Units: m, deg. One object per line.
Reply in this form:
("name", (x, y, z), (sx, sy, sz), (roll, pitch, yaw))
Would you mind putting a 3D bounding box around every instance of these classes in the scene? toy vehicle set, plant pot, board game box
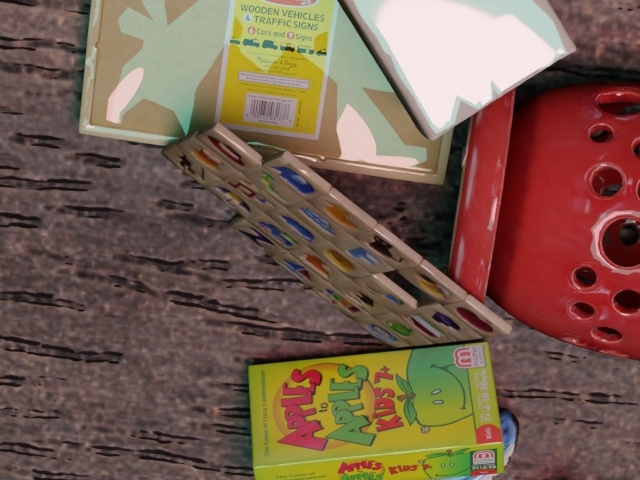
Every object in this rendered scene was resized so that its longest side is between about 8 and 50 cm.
("toy vehicle set", (-0.030, -0.139, 1.377), (0.267, 0.035, 0.166), (8, 110, -4))
("plant pot", (0.180, -0.018, 1.348), (0.174, 0.191, 0.191), (8, 110, 5))
("board game box", (0.040, 0.132, 1.443), (0.181, 0.092, 0.043), (-6, 141, 1))

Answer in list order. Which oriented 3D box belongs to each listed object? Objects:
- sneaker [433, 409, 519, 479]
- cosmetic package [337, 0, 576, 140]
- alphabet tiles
("sneaker", (0.072, 0.162, 1.476), (0.162, 0.063, 0.073), (-22, 106, 7))
("cosmetic package", (0.030, -0.227, 1.252), (0.113, 0.160, 0.309), (-32, 97, 3))
("alphabet tiles", (0.000, 0.000, 1.356), (0.237, 0.198, 0.009), (38, 72, -14))
